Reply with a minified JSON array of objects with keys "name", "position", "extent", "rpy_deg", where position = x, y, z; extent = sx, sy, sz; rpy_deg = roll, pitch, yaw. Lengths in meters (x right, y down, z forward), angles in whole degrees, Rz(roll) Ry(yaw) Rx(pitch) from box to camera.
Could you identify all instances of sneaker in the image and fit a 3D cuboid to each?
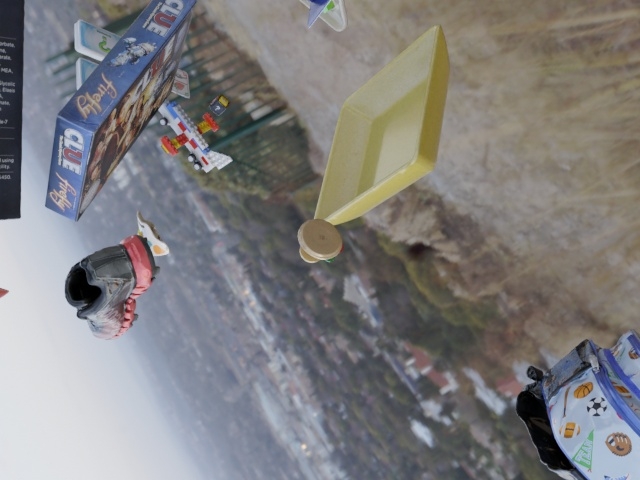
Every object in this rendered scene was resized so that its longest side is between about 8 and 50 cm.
[{"name":"sneaker","position":[-0.364,0.091,1.363],"extent":[0.097,0.135,0.276],"rpy_deg":[61,144,19]}]

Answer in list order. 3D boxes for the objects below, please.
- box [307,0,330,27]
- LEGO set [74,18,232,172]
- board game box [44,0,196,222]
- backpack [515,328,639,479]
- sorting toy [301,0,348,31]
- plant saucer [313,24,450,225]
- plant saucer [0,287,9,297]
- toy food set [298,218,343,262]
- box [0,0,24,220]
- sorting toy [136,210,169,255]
[{"name":"box","position":[0.013,-0.355,0.876],"extent":[0.136,0.036,0.225],"rpy_deg":[145,136,-59]},{"name":"LEGO set","position":[-0.214,-0.194,1.126],"extent":[0.060,0.244,0.182],"rpy_deg":[-32,55,36]},{"name":"board game box","position":[-0.224,-0.157,0.931],"extent":[0.042,0.243,0.165],"rpy_deg":[27,143,-4]},{"name":"backpack","position":[0.418,0.262,1.074],"extent":[0.276,0.213,0.263],"rpy_deg":[39,-157,1]},{"name":"sorting toy","position":[-0.030,-0.499,1.523],"extent":[0.193,0.038,0.208],"rpy_deg":[44,168,19]},{"name":"plant saucer","position":[0.133,-0.200,1.587],"extent":[0.081,0.333,0.333],"rpy_deg":[27,147,-22]},{"name":"plant saucer","position":[-0.578,0.032,1.039],"extent":[0.259,0.047,0.258],"rpy_deg":[12,170,21]},{"name":"toy food set","position":[0.000,0.000,1.425],"extent":[0.020,0.083,0.083],"rpy_deg":[122,141,-55]},{"name":"box","position":[-0.758,-0.286,1.397],"extent":[0.480,0.297,0.471],"rpy_deg":[11,102,37]},{"name":"sorting toy","position":[-0.331,-0.017,1.572],"extent":[0.083,0.045,0.075],"rpy_deg":[48,158,44]}]
